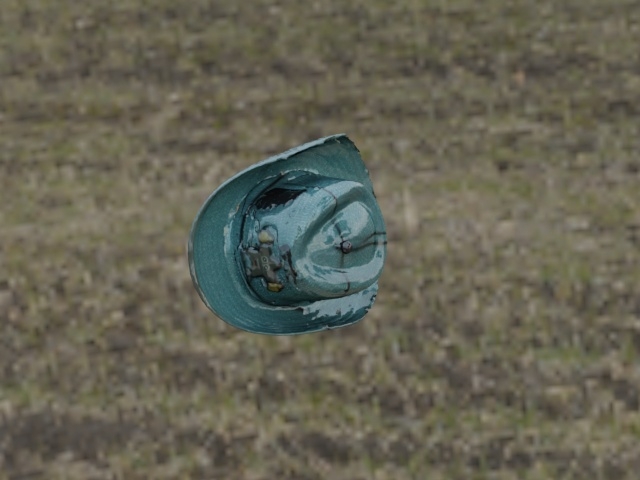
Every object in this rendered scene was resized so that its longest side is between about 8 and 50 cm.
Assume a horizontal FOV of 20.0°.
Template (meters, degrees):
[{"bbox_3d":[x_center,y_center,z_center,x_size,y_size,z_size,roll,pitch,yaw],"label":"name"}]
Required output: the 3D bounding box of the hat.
[{"bbox_3d":[0.000,0.000,1.289,0.078,0.138,0.191,2,16,45],"label":"hat"}]
